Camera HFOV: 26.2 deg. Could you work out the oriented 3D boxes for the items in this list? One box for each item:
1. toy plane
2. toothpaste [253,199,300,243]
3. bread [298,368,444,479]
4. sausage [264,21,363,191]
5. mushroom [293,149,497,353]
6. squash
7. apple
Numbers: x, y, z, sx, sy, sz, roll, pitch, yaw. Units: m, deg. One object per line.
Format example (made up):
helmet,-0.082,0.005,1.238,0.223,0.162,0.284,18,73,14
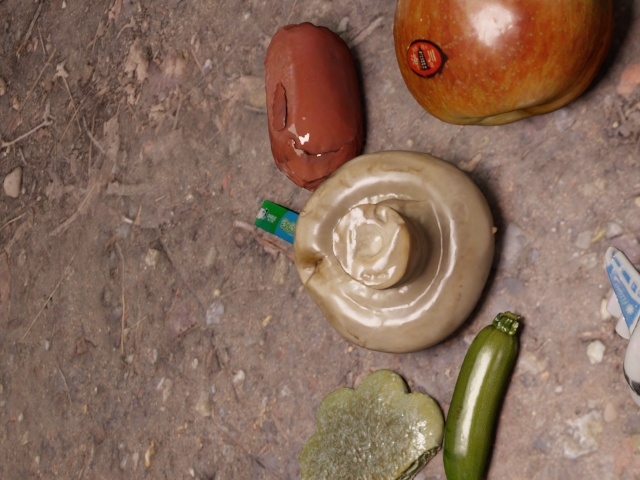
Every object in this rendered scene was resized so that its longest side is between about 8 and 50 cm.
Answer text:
toy plane,0.425,0.090,1.600,0.267,0.122,0.267,14,106,58
toothpaste,0.000,0.000,2.150,0.266,0.065,0.050,25,96,48
bread,0.054,0.302,2.002,0.286,0.056,0.207,-53,47,19
sausage,-0.011,-0.211,2.170,0.152,0.152,0.280,-25,60,40
mushroom,0.084,0.002,1.877,0.292,0.290,0.293,-4,79,19
squash,0.211,0.217,1.852,0.069,0.069,0.258,11,85,48
apple,0.239,-0.269,1.840,0.309,0.277,0.250,-131,51,-70
